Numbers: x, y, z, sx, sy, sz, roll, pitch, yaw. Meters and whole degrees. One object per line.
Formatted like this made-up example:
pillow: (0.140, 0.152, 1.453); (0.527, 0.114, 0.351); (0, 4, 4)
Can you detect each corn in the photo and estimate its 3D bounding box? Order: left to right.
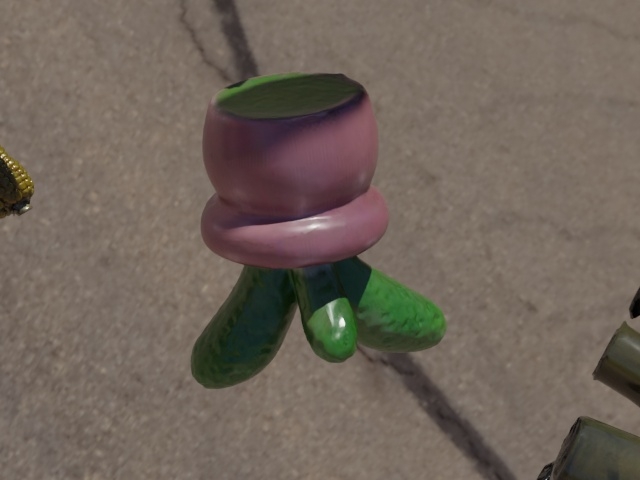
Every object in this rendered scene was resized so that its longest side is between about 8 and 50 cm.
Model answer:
corn: (-0.381, -0.101, 1.270); (0.207, 0.068, 0.068); (45, 42, -8)

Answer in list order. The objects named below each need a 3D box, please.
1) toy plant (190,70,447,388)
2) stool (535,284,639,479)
toy plant: (-0.002, -0.006, 1.376); (0.317, 0.356, 0.210); (-12, 18, -17)
stool: (0.166, 0.082, 0.465); (0.139, 0.153, 0.228); (28, 22, 12)
